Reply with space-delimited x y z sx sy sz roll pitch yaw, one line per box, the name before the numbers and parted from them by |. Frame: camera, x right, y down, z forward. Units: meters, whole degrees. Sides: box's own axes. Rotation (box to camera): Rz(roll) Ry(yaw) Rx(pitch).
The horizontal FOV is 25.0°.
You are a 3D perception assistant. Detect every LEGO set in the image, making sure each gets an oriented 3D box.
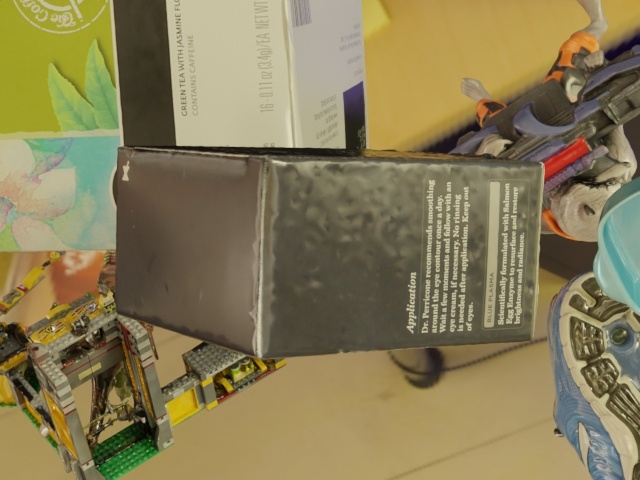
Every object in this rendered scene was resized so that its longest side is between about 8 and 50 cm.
LEGO set | -0.188 0.066 1.393 0.331 0.192 0.255 -24 46 -17

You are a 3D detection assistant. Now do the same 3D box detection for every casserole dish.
casserole dish | 0.266 -0.017 0.939 0.188 0.114 0.037 -23 33 15

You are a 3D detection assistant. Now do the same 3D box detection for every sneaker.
sneaker | 0.290 0.179 1.283 0.130 0.147 0.330 -19 92 -7

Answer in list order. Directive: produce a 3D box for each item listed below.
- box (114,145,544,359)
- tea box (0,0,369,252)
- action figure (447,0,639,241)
box | 0.000 0.000 0.718 0.156 0.158 0.093 9 98 58
tea box | -0.147 -0.122 1.069 0.324 0.329 0.220 -2 100 10
action figure | 0.295 -0.131 1.555 0.341 0.178 0.330 -28 39 23
